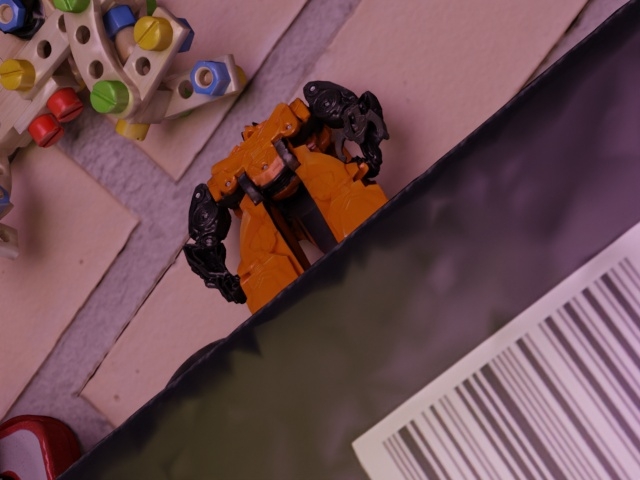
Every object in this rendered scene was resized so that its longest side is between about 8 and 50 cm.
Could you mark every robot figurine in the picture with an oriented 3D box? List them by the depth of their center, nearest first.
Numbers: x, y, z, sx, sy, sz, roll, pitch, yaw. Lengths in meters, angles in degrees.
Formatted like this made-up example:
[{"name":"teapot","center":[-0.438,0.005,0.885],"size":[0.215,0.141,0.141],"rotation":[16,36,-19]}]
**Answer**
[{"name":"robot figurine","center":[0.000,0.000,0.960],"size":[0.211,0.085,0.291],"rotation":[-41,44,11]}]

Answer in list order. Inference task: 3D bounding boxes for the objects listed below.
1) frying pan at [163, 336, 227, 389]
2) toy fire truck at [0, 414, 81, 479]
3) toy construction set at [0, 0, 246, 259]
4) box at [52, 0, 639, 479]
[{"name":"frying pan","center":[-0.004,0.204,0.991],"size":[0.326,0.053,0.197],"rotation":[26,96,25]},{"name":"toy fire truck","center":[-0.328,0.294,1.061],"size":[0.302,0.169,0.254],"rotation":[-25,70,21]},{"name":"toy construction set","center":[-0.245,-0.119,1.110],"size":[0.327,0.151,0.215],"rotation":[-41,77,10]},{"name":"box","center":[0.196,0.121,0.673],"size":[0.480,0.472,0.297],"rotation":[-40,67,16]}]
